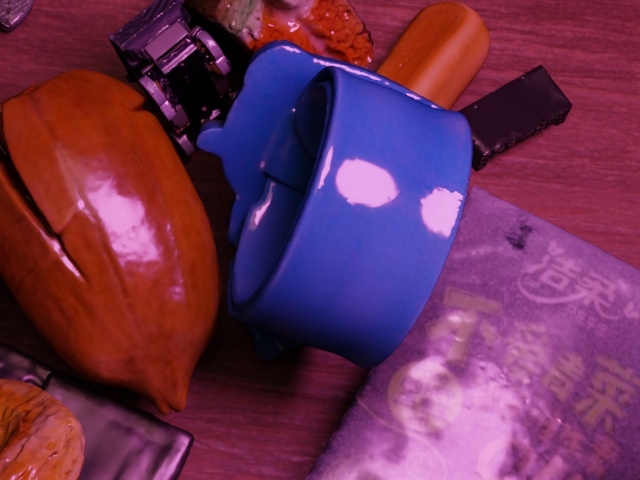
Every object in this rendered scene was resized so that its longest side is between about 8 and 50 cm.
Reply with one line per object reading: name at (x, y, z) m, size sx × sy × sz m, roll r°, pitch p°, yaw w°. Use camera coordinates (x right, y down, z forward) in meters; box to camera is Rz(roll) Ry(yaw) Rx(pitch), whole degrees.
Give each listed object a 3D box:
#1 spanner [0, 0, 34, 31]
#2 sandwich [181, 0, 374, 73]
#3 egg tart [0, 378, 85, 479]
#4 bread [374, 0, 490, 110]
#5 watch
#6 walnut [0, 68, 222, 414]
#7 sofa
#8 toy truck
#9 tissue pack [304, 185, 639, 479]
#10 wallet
spanner at (-0.382, -0.350, 1.728) m, size 0.093 × 0.026 × 0.325 m, roll -20°, pitch 69°, yaw -16°
sandwich at (-0.044, -0.208, 1.609) m, size 0.109 × 0.292 × 0.212 m, roll -45°, pitch 117°, yaw -4°
egg tart at (-0.326, 0.226, 1.345) m, size 0.319 × 0.319 × 0.128 m, roll -20°, pitch 110°, yaw -15°
bread at (0.087, -0.137, 1.661) m, size 0.092 × 0.074 × 0.239 m, roll 15°, pitch 59°, yaw 39°
watch at (0.000, 0.000, 1.451) m, size 0.241 × 0.274 × 0.305 m, roll 18°, pitch 108°, yaw -14°
walnut at (-0.196, 0.005, 1.504) m, size 0.209 × 0.209 × 0.336 m, roll -23°, pitch 79°, yaw -16°
sofa at (0.193, -0.125, 1.690) m, size 0.118 × 0.039 × 0.060 m, roll -30°, pitch 72°, yaw -17°
toy truck at (-0.137, -0.161, 1.583) m, size 0.083 × 0.192 × 0.092 m, roll -40°, pitch 70°, yaw -7°
tissue pack at (0.172, 0.179, 1.508) m, size 0.288 × 0.124 × 0.394 m, roll 29°, pitch 66°, yaw 4°
wallet at (-0.307, 0.213, 1.480) m, size 0.323 × 0.041 × 0.247 m, roll 23°, pitch 66°, yaw 9°
